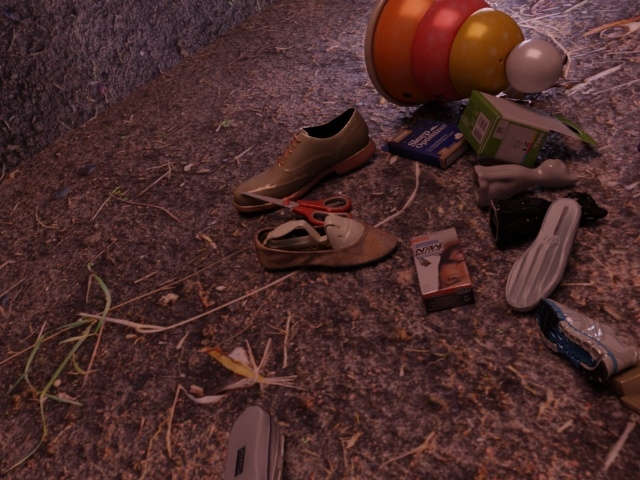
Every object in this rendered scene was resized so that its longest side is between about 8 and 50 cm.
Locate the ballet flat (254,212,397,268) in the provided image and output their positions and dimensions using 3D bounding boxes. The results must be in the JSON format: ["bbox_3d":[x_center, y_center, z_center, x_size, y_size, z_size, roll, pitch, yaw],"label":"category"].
[{"bbox_3d":[0.000,0.000,1.285,0.315,0.106,0.108,-9,38,16],"label":"ballet flat"}]

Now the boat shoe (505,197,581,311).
[{"bbox_3d":[0.404,0.036,1.071,0.083,0.076,0.226,26,76,39],"label":"boat shoe"}]

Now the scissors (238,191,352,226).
[{"bbox_3d":[-0.067,-0.077,1.433,0.296,0.021,0.109,6,45,11],"label":"scissors"}]

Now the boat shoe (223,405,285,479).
[{"bbox_3d":[-0.096,0.370,0.885,0.096,0.088,0.268,-37,26,19],"label":"boat shoe"}]

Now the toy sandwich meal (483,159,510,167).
[{"bbox_3d":[0.391,-0.159,1.357,0.085,0.029,0.086,-13,37,10],"label":"toy sandwich meal"}]

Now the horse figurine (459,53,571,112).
[{"bbox_3d":[0.504,-0.371,1.531,0.263,0.066,0.174,-38,32,-9],"label":"horse figurine"}]

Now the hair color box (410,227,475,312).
[{"bbox_3d":[0.228,0.053,1.152,0.093,0.053,0.167,-14,38,9],"label":"hair color box"}]

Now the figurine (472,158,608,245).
[{"bbox_3d":[0.430,-0.091,1.219,0.209,0.092,0.215,-9,37,3],"label":"figurine"}]

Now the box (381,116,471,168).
[{"bbox_3d":[0.268,-0.252,1.532,0.136,0.037,0.225,-39,39,-23],"label":"box"}]

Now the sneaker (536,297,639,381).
[{"bbox_3d":[0.407,0.147,0.937,0.082,0.072,0.191,-9,27,-12],"label":"sneaker"}]

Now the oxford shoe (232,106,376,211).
[{"bbox_3d":[-0.059,-0.209,1.539,0.396,0.147,0.140,-30,40,-5],"label":"oxford shoe"}]

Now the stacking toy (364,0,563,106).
[{"bbox_3d":[0.366,-0.454,1.473,0.350,0.351,0.480,-34,39,-17],"label":"stacking toy"}]

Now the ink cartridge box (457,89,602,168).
[{"bbox_3d":[0.461,-0.235,1.360,0.255,0.097,0.189,14,28,-10],"label":"ink cartridge box"}]

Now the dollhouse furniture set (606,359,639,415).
[{"bbox_3d":[0.477,0.238,0.818,0.144,0.123,0.151,-21,2,0],"label":"dollhouse furniture set"}]

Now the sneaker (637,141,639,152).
[{"bbox_3d":[0.659,-0.148,1.184,0.071,0.068,0.170,-20,37,11],"label":"sneaker"}]
